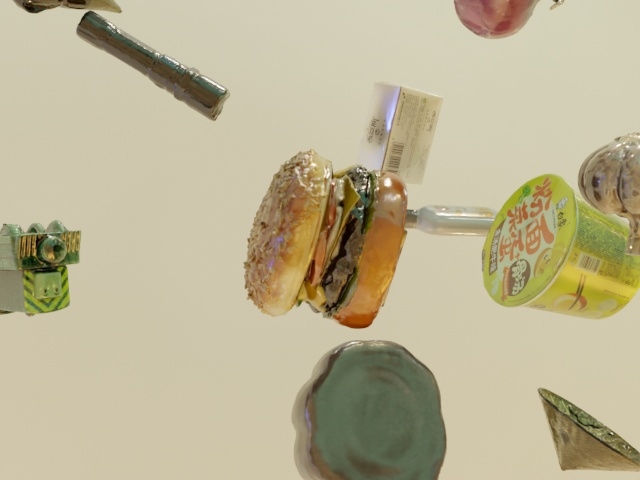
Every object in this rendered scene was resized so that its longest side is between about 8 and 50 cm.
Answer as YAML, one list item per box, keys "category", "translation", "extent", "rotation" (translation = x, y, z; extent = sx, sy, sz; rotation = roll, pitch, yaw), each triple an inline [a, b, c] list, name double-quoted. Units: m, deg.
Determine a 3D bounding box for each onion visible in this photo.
- category: "onion"
  translation: [0.328, -0.465, 1.045]
  extent: [0.200, 0.200, 0.208]
  rotation: [2, -96, -20]

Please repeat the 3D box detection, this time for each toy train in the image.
- category: "toy train"
  translation: [-0.576, 0.054, 1.103]
  extent: [0.138, 0.330, 0.178]
  rotation: [-6, -86, -51]

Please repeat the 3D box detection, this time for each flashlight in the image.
- category: "flashlight"
  translation: [-0.434, -0.451, 1.499]
  extent: [0.423, 0.103, 0.103]
  rotation: [30, -111, -3]

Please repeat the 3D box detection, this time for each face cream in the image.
- category: "face cream"
  translation: [0.329, -0.055, 1.557]
  extent: [0.291, 0.144, 0.071]
  rotation: [2, -70, -1]

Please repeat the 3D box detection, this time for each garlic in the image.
- category: "garlic"
  translation: [0.468, -0.066, 0.895]
  extent: [0.127, 0.131, 0.194]
  rotation: [-19, -64, -19]

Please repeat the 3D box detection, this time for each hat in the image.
- category: "hat"
  translation: [0.303, 0.244, 0.682]
  extent: [0.146, 0.146, 0.067]
  rotation: [30, -84, -12]

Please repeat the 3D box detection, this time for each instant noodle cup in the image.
- category: "instant noodle cup"
  translation: [0.532, 0.034, 1.276]
  extent: [0.221, 0.311, 0.312]
  rotation: [20, -109, -15]

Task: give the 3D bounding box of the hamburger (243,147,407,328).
- category: "hamburger"
  translation: [0.000, 0.000, 0.930]
  extent: [0.225, 0.291, 0.291]
  rotation: [16, -108, -10]

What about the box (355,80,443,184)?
- category: "box"
  translation: [0.218, -0.294, 1.622]
  extent: [0.194, 0.111, 0.261]
  rotation: [1, -75, -44]

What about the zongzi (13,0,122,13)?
- category: "zongzi"
  translation: [-0.609, -0.713, 1.434]
  extent: [0.317, 0.289, 0.154]
  rotation: [-15, -126, -47]

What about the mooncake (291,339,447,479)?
- category: "mooncake"
  translation: [0.084, 0.336, 1.053]
  extent: [0.305, 0.154, 0.306]
  rotation: [9, -120, -16]
